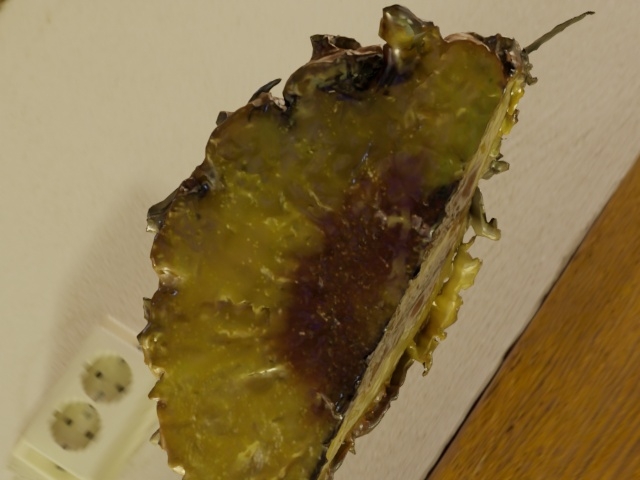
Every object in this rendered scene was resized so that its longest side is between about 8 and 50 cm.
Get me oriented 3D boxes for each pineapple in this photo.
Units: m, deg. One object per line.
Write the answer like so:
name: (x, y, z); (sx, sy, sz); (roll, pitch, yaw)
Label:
pineapple: (0.002, 0.001, 0.931); (0.161, 0.158, 0.334); (26, -78, 22)
